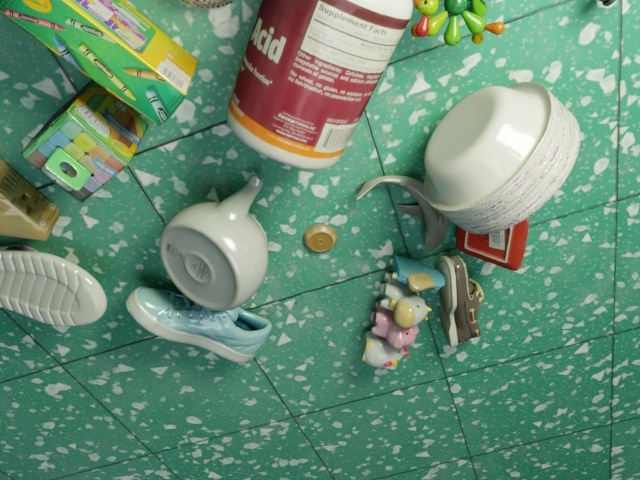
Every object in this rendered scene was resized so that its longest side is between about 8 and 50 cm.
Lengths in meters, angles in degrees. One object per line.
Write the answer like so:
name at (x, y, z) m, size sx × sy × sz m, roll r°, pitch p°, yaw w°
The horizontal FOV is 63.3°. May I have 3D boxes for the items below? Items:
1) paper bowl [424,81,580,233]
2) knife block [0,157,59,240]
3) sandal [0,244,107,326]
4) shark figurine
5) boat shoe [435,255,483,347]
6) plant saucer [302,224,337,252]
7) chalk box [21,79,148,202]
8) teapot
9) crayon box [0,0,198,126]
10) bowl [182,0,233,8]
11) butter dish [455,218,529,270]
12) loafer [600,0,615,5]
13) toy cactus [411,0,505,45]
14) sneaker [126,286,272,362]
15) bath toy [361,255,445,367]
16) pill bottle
paper bowl at (0.307, -0.166, 0.955) m, size 0.148 × 0.284 × 0.284 m, roll 33°, pitch 118°, yaw -22°
knife block at (-0.728, -0.071, 1.064) m, size 0.242 × 0.088 × 0.275 m, roll -27°, pitch 125°, yaw 16°
sandal at (-0.679, 0.080, 1.185) m, size 0.417 × 0.102 × 0.169 m, roll 12°, pitch 111°, yaw 2°
shark figurine at (0.217, -0.077, 1.126) m, size 0.278 × 0.116 × 0.166 m, roll 33°, pitch 117°, yaw -28°
boat shoe at (0.356, 0.149, 1.312) m, size 0.097 × 0.116 × 0.324 m, roll -15°, pitch 131°, yaw 1°
plant saucer at (0.000, 0.000, 1.225) m, size 0.084 × 0.015 × 0.083 m, roll -2°, pitch 128°, yaw -3°
chalk box at (-0.422, -0.172, 0.931) m, size 0.132 × 0.213 × 0.132 m, roll -32°, pitch 124°, yaw 19°
teapot at (-0.206, 0.018, 1.126) m, size 0.256 × 0.187 × 0.252 m, roll -11°, pitch 112°, yaw 36°
crayon box at (-0.343, -0.330, 0.847) m, size 0.278 × 0.165 × 0.081 m, roll 36°, pitch 117°, yaw -27°
bowl at (-0.192, -0.449, 0.823) m, size 0.170 × 0.080 × 0.170 m, roll -2°, pitch 127°, yaw -3°
butter dish at (0.404, -0.035, 1.177) m, size 0.160 × 0.118 × 0.160 m, roll 24°, pitch 136°, yaw 33°
loafer at (0.525, -0.522, 0.835) m, size 0.084 × 0.096 × 0.267 m, roll 31°, pitch 114°, yaw -2°
toy cactus at (0.226, -0.408, 0.835) m, size 0.219 × 0.112 × 0.180 m, roll -19°, pitch 119°, yaw -37°
sneaker at (-0.282, 0.174, 1.276) m, size 0.366 × 0.135 × 0.150 m, roll 28°, pitch 113°, yaw -34°
bath toy at (0.200, 0.205, 1.315) m, size 0.129 × 0.151 × 0.348 m, roll 11°, pitch 128°, yaw -5°
pill bottle at (0.007, -0.332, 0.839) m, size 0.224 × 0.224 × 0.392 m, roll 16°, pitch 124°, yaw -17°
